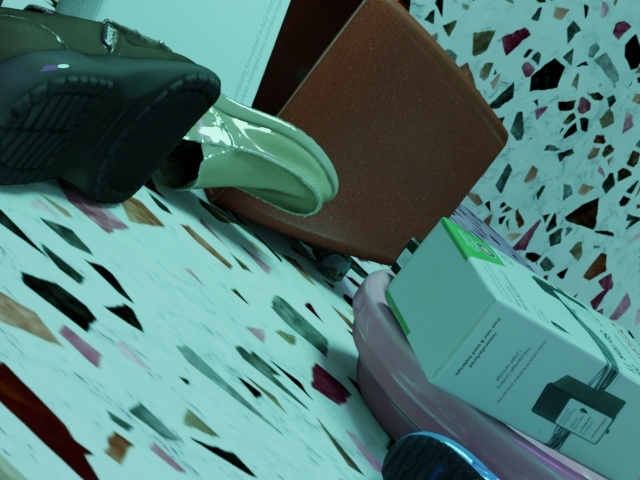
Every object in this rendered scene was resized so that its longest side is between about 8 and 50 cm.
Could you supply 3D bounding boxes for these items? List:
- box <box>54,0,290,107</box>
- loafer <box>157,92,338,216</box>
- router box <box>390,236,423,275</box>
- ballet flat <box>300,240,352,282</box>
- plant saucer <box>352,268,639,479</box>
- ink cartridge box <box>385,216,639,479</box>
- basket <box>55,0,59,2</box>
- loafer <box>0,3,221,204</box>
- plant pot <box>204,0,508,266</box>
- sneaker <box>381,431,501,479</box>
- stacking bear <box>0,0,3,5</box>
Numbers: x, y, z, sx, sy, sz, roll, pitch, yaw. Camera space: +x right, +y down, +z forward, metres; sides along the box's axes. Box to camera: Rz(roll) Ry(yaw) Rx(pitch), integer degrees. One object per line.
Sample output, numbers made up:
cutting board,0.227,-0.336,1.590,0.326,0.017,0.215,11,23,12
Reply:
box,-0.143,-0.220,1.597,0.182,0.181,0.119,27,-14,-29
loafer,-0.100,-0.081,1.522,0.268,0.092,0.102,29,-24,-30
router box,0.131,0.053,1.467,0.122,0.038,0.092,23,18,-41
ballet flat,0.000,0.000,1.813,0.041,0.041,0.114,33,11,-49
plant saucer,0.155,0.155,1.440,0.332,0.084,0.332,34,14,-10
ink cartridge box,0.171,0.090,1.332,0.208,0.087,0.153,30,15,-24
basket,-0.321,-0.364,1.998,0.113,0.103,0.167,39,8,-21
loafer,-0.182,-0.119,1.213,0.130,0.134,0.366,44,8,11
plant pot,0.036,-0.124,1.762,0.236,0.267,0.267,34,10,-21
sneaker,0.131,0.213,1.176,0.209,0.069,0.082,44,4,17
stacking bear,-0.273,-0.364,1.542,0.164,0.289,0.175,33,12,-48
